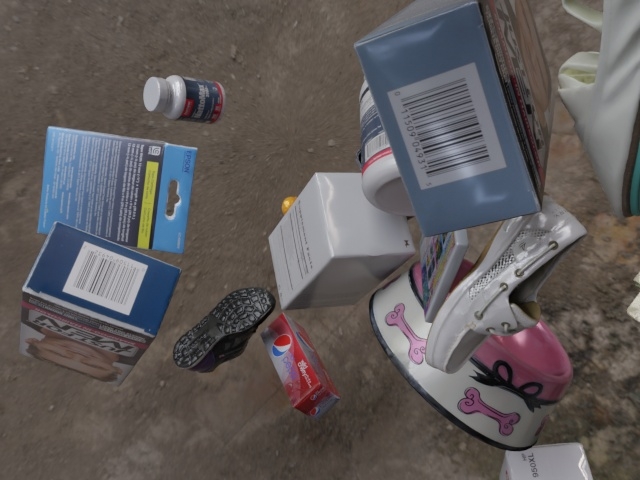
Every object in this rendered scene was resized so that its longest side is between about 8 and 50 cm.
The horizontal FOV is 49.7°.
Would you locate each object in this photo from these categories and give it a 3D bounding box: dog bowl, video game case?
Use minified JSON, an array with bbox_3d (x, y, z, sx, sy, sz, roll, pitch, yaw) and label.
[{"bbox_3d":[0.295,0.184,1.300,0.407,0.408,0.150,34,112,-6],"label":"dog bowl"},{"bbox_3d":[0.159,0.006,0.908,0.019,0.143,0.157,7,137,-4],"label":"video game case"}]

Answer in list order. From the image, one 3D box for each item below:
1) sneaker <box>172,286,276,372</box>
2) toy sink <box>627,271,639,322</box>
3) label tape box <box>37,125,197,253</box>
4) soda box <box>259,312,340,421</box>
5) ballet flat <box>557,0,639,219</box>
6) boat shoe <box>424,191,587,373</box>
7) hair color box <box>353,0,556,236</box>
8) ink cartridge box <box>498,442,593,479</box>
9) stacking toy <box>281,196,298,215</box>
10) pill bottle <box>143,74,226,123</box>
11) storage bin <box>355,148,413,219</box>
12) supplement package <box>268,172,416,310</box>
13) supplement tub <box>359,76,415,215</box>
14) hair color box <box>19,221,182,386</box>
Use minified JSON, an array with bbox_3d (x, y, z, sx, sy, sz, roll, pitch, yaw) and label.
[{"bbox_3d":[-0.210,0.215,1.648,0.283,0.124,0.107,-35,54,12],"label":"sneaker"},{"bbox_3d":[0.797,0.098,1.525,0.152,0.131,0.234,40,98,36],"label":"toy sink"},{"bbox_3d":[-0.460,-0.117,1.607,0.347,0.115,0.249,8,95,2],"label":"label tape box"},{"bbox_3d":[-0.051,0.291,1.617,0.083,0.263,0.092,-43,129,6],"label":"soda box"},{"bbox_3d":[0.310,-0.205,0.705,0.139,0.139,0.401,-10,130,-1],"label":"ballet flat"},{"bbox_3d":[0.226,0.076,0.857,0.096,0.098,0.277,44,122,31],"label":"boat shoe"},{"bbox_3d":[0.165,-0.172,0.727,0.113,0.374,0.186,-13,110,25],"label":"hair color box"},{"bbox_3d":[0.485,0.646,1.475,0.166,0.286,0.395,-7,141,3],"label":"ink cartridge box"},{"bbox_3d":[0.000,0.000,1.649,0.302,0.165,0.175,45,54,-36],"label":"stacking toy"},{"bbox_3d":[-0.332,-0.345,1.687,0.180,0.107,0.108,-2,100,-41],"label":"pill bottle"},{"bbox_3d":[0.174,-0.143,1.563,0.122,0.084,0.180,-29,72,14],"label":"storage bin"},{"bbox_3d":[0.032,0.007,1.379,0.177,0.293,0.176,-2,67,-24],"label":"supplement package"},{"bbox_3d":[0.165,-0.198,1.219,0.191,0.191,0.273,2,65,-3],"label":"supplement tub"},{"bbox_3d":[-0.331,0.110,1.003,0.173,0.347,0.105,23,62,-13],"label":"hair color box"}]
